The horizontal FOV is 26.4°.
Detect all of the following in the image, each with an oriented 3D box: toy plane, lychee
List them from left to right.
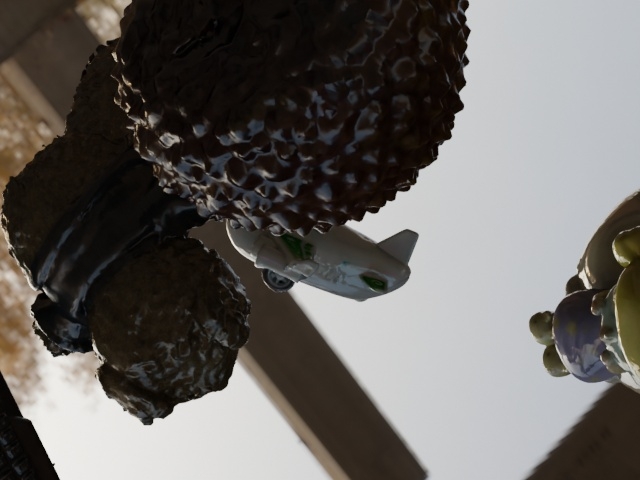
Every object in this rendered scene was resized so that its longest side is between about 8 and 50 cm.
[{"bbox_3d":[-0.008,-0.087,0.679,0.188,0.188,0.188,-27,-152,16],"label":"lychee"},{"bbox_3d":[-0.001,0.003,1.228,0.174,0.174,0.080,-121,-135,-63],"label":"toy plane"}]

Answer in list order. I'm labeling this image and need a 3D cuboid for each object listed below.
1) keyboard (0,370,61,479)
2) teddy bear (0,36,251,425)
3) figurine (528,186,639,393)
[{"bbox_3d":[-0.239,0.124,0.888,0.016,0.262,0.106,5,-147,45],"label":"keyboard"},{"bbox_3d":[-0.130,-0.008,0.837,0.182,0.129,0.251,-54,-131,31],"label":"teddy bear"},{"bbox_3d":[0.209,0.016,0.633,0.155,0.127,0.235,-7,173,-16],"label":"figurine"}]
